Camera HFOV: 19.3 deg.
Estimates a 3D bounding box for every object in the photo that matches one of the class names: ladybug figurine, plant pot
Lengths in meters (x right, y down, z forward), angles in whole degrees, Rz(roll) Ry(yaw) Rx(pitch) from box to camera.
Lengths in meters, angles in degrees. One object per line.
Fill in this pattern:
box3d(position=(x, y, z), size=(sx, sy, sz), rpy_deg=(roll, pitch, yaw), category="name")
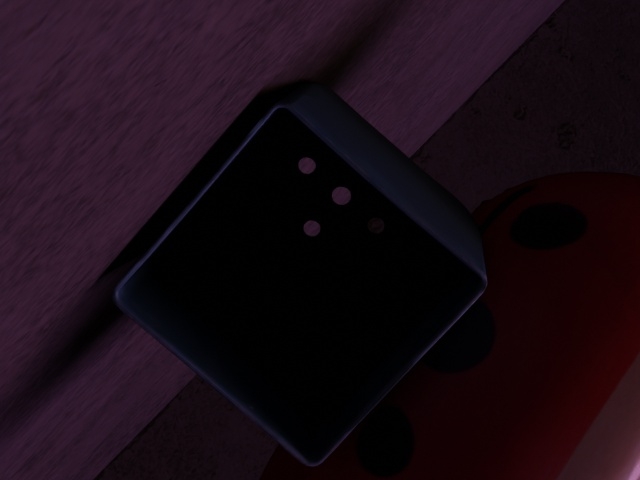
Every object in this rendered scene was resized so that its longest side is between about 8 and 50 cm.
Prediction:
box3d(position=(0.101, 0.119, 1.266), size=(0.449, 0.162, 0.305), rpy_deg=(-51, -166, 1), category="ladybug figurine")
box3d(position=(0.000, 0.000, 1.229), size=(0.166, 0.165, 0.234), rpy_deg=(-48, -175, 16), category="plant pot")
